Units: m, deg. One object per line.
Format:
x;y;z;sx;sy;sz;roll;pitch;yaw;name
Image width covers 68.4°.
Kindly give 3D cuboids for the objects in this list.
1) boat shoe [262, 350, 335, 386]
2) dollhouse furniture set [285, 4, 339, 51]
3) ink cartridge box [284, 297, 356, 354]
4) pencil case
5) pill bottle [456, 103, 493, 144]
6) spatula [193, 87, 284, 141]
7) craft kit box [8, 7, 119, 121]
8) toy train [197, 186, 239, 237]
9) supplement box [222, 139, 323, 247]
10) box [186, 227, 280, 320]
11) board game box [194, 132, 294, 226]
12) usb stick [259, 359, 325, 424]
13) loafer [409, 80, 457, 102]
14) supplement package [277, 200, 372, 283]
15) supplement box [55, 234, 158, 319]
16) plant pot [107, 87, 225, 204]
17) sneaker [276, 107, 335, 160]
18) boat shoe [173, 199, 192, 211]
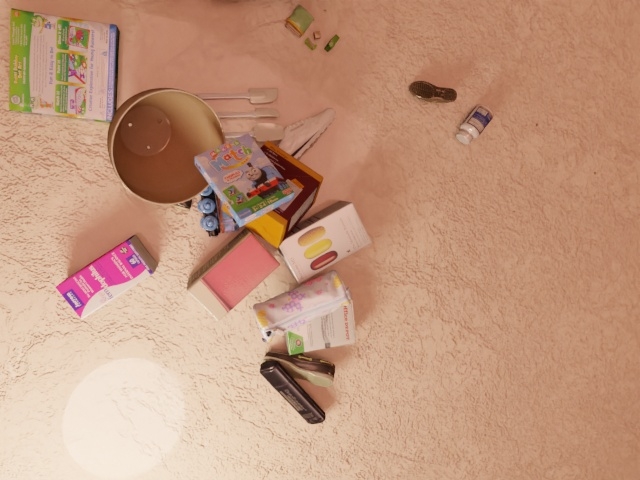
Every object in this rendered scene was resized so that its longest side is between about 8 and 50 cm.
-0.065;0.382;1.446;0.227;0.081;0.069;19;48;-4;boat shoe
-0.023;-0.603;1.342;0.151;0.058;0.076;37;87;-15;dollhouse furniture set
-0.007;0.247;1.432;0.208;0.087;0.153;-6;97;-12;ink cartridge box
-0.053;0.181;1.308;0.273;0.124;0.114;-24;98;-11;pencil case
0.486;-0.365;1.490;0.067;0.067;0.120;39;87;-15;pill bottle
-0.229;-0.351;1.320;0.241;0.019;0.168;-5;81;-12;spatula
-0.655;-0.441;1.212;0.246;0.061;0.250;4;96;-17;craft kit box
-0.291;-0.102;1.330;0.105;0.080;0.184;-9;97;-22;toy train
-0.130;-0.126;1.273;0.191;0.129;0.194;34;61;6;supplement box
-0.246;0.089;1.324;0.232;0.148;0.127;-43;105;-5;box
-0.191;-0.156;1.177;0.160;0.039;0.211;-31;72;-24;board game box
-0.082;0.464;1.432;0.077;0.045;0.278;-23;116;29;usb stick
0.345;-0.452;1.457;0.147;0.050;0.056;16;89;1;loafer
0.000;0.000;1.380;0.244;0.134;0.139;-30;102;-9;supplement package
-0.568;0.095;1.267;0.220;0.114;0.111;-34;104;-6;supplement box
-0.413;-0.257;1.202;0.284;0.191;0.284;-21;126;-31;plant pot
-0.053;-0.310;1.361;0.095;0.090;0.235;45;83;-2;sneaker
-0.425;-0.117;1.310;0.133;0.049;0.042;14;88;-17;boat shoe
